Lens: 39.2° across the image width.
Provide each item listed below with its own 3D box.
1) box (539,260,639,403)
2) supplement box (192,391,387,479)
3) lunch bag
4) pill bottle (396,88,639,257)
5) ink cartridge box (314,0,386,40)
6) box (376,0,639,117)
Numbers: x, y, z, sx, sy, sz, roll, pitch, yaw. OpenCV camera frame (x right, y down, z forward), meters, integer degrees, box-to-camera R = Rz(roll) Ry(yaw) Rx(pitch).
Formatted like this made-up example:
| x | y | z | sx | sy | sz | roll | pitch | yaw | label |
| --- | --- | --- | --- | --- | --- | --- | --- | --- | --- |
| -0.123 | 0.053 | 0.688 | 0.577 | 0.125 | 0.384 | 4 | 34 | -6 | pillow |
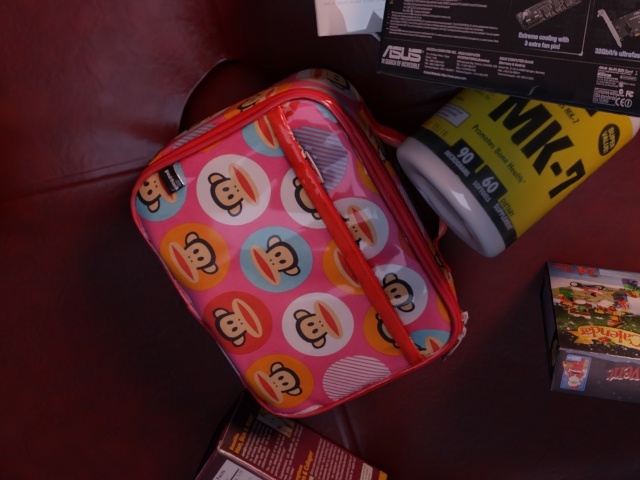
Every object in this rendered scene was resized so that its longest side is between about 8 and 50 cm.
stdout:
| x | y | z | sx | sy | sz | roll | pitch | yaw | label |
| --- | --- | --- | --- | --- | --- | --- | --- | --- | --- |
| 0.314 | 0.085 | 0.777 | 0.233 | 0.159 | 0.044 | 7 | 115 | 6 | box |
| -0.032 | 0.259 | 0.950 | 0.188 | 0.104 | 0.081 | 31 | 116 | -4 | supplement box |
| 0.000 | 0.000 | 0.824 | 0.258 | 0.120 | 0.293 | -26 | 108 | 16 | lunch bag |
| 0.174 | -0.095 | 0.711 | 0.208 | 0.119 | 0.119 | -41 | 103 | -1 | pill bottle |
| 0.042 | -0.227 | 0.719 | 0.089 | 0.092 | 0.143 | 0 | 114 | 11 | ink cartridge box |
| 0.173 | -0.203 | 0.546 | 0.307 | 0.076 | 0.243 | 21 | 109 | 49 | box |
